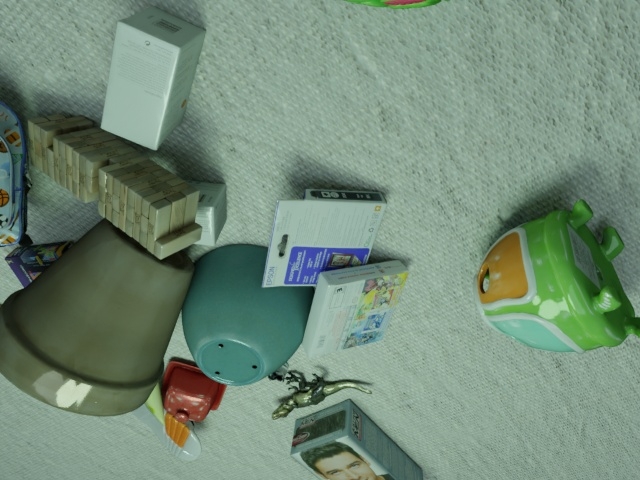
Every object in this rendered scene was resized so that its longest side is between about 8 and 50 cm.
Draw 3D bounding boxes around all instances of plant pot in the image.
[{"bbox_3d":[-0.396,0.118,0.909,0.323,0.323,0.280,34,94,-16],"label":"plant pot"},{"bbox_3d":[-0.163,0.181,0.981,0.290,0.195,0.290,3,125,4],"label":"plant pot"}]

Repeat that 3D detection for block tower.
[{"bbox_3d":[-0.345,-0.103,0.793,0.336,0.091,0.097,33,127,19],"label":"block tower"}]

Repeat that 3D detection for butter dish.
[{"bbox_3d":[-0.333,0.404,1.197,0.160,0.118,0.159,19,123,-6],"label":"butter dish"}]

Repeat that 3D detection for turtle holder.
[{"bbox_3d":[0.428,0.085,0.857,0.320,0.243,0.227,5,155,-46],"label":"turtle holder"}]

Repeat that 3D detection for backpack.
[{"bbox_3d":[-0.614,-0.121,0.772,0.277,0.263,0.213,3,175,-40],"label":"backpack"}]

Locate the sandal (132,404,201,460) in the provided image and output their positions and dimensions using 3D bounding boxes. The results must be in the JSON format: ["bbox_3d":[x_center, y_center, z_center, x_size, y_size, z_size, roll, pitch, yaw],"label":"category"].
[{"bbox_3d":[-0.414,0.480,1.292,0.265,0.076,0.102,42,111,3],"label":"sandal"}]

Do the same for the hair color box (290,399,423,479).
[{"bbox_3d":[0.109,0.608,1.290,0.185,0.113,0.374,-30,115,24],"label":"hair color box"}]

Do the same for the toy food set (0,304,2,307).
[{"bbox_3d":[-0.760,0.249,1.146,0.111,0.104,0.232,-24,118,20],"label":"toy food set"}]

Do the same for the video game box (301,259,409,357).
[{"bbox_3d":[0.068,0.140,0.967,0.187,0.048,0.205,-5,129,-26],"label":"video game box"}]

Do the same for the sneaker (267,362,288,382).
[{"bbox_3d":[-0.120,0.306,1.136,0.098,0.069,0.038,35,120,-16],"label":"sneaker"}]

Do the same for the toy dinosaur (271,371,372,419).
[{"bbox_3d":[-0.018,0.375,1.181,0.268,0.064,0.118,-20,126,16],"label":"toy dinosaur"}]

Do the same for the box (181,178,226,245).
[{"bbox_3d":[-0.235,-0.054,0.886,0.101,0.102,0.087,7,121,1],"label":"box"}]

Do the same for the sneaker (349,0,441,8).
[{"bbox_3d":[0.204,-0.427,0.569,0.483,0.185,0.202,-16,103,13],"label":"sneaker"}]

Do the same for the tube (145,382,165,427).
[{"bbox_3d":[-0.431,0.351,1.176,0.062,0.070,0.240,-5,113,0],"label":"tube"}]

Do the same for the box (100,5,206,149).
[{"bbox_3d":[-0.259,-0.252,0.738,0.091,0.130,0.170,22,123,-10],"label":"box"}]

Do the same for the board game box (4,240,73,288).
[{"bbox_3d":[-0.586,0.088,1.054,0.141,0.048,0.170,-8,123,10],"label":"board game box"}]

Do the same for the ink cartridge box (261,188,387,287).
[{"bbox_3d":[0.000,0.000,0.894,0.208,0.045,0.206,0,128,-20],"label":"ink cartridge box"}]
